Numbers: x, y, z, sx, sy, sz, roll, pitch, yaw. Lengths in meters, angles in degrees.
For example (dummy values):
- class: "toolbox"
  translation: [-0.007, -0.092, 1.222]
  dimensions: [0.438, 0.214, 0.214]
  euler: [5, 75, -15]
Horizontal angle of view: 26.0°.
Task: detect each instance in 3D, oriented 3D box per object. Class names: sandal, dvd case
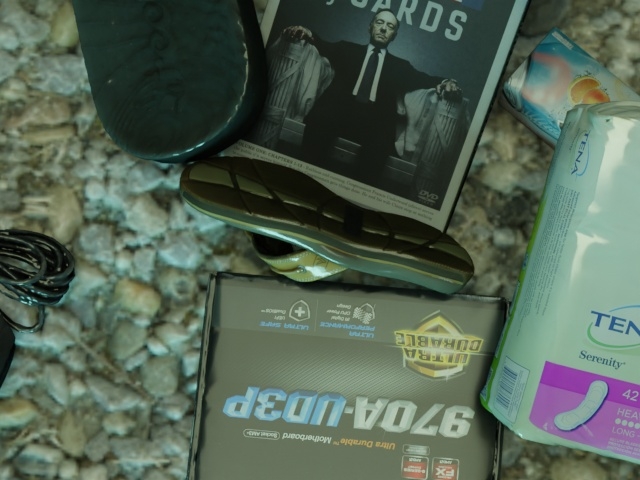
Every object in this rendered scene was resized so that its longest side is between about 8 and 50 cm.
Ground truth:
- class: "sandal"
  translation: [0.000, 0.000, 0.990]
  dimensions: [0.219, 0.090, 0.060]
  euler: [18, 116, -2]
- class: "sandal"
  translation: [-0.153, -0.274, 1.005]
  dimensions: [0.167, 0.107, 0.446]
  euler: [-26, 74, 19]
- class: "dvd case"
  translation: [0.042, -0.133, 1.002]
  dimensions: [0.179, 0.029, 0.239]
  euler: [20, 106, 6]

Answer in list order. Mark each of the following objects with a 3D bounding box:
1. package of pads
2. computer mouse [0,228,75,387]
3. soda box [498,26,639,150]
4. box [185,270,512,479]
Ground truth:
- class: "package of pads"
  translation: [0.280, 0.045, 0.927]
  dimensions: [0.296, 0.101, 0.229]
  euler: [14, 97, -8]
- class: "computer mouse"
  translation: [-0.304, 0.105, 0.997]
  dimensions: [0.188, 0.072, 0.272]
  euler: [15, 81, 3]
- class: "soda box"
  translation: [0.218, -0.071, 1.014]
  dimensions: [0.183, 0.063, 0.058]
  euler: [40, 84, 8]
- class: "box"
  translation: [0.020, 0.119, 0.994]
  dimensions: [0.220, 0.051, 0.175]
  euler: [6, 80, 3]
